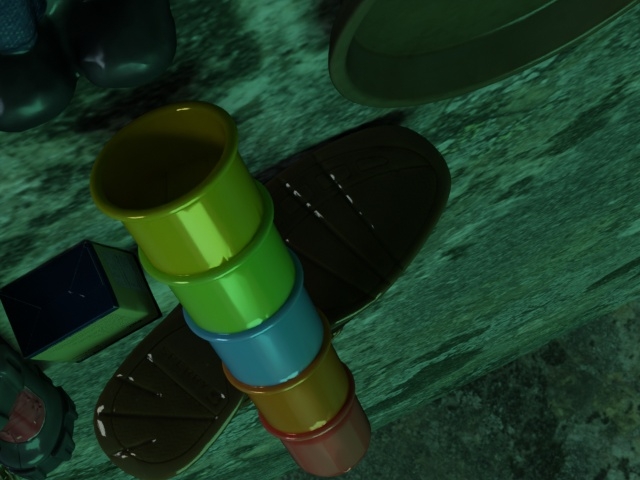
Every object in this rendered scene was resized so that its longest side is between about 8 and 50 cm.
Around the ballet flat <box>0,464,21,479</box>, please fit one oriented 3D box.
[{"bbox_3d":[-0.338,0.217,1.204,0.086,0.086,0.248,-24,164,-7],"label":"ballet flat"}]

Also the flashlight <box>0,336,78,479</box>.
[{"bbox_3d":[-0.262,0.138,1.009,0.103,0.103,0.304,-43,165,-13],"label":"flashlight"}]

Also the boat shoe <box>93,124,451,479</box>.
[{"bbox_3d":[-0.035,0.046,0.992,0.342,0.123,0.123,-48,176,3],"label":"boat shoe"}]

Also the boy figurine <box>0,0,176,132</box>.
[{"bbox_3d":[-0.109,-0.133,0.407,0.177,0.092,0.285,-21,167,-6],"label":"boy figurine"}]

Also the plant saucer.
[{"bbox_3d":[0.125,-0.169,0.748,0.278,0.041,0.278,-25,165,-7],"label":"plant saucer"}]

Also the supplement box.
[{"bbox_3d":[-0.180,0.049,0.947,0.083,0.056,0.083,-29,165,13],"label":"supplement box"}]

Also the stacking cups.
[{"bbox_3d":[-0.034,0.050,0.829,0.096,0.096,0.316,-27,133,4],"label":"stacking cups"}]
